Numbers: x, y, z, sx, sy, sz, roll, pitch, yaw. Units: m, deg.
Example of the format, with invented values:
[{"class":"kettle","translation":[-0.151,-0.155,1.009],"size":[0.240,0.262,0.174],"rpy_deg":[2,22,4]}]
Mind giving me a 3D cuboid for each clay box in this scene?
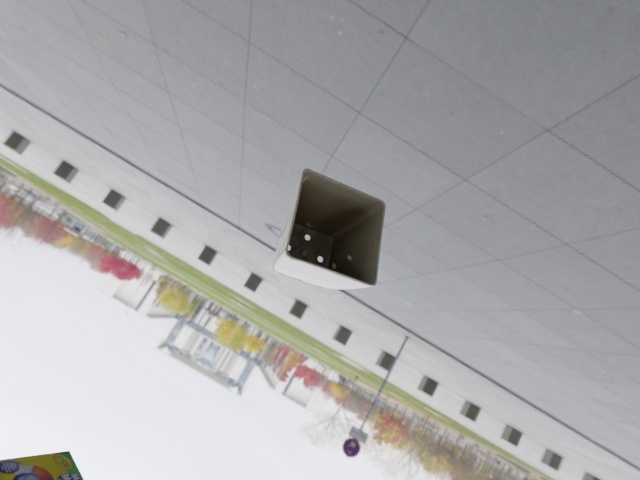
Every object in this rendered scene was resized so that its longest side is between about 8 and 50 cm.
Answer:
[{"class":"clay box","translation":[-0.484,0.418,0.774],"size":[0.127,0.053,0.222],"rpy_deg":[30,-173,38]}]

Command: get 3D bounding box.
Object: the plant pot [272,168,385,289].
[{"class":"plant pot","translation":[0.000,0.000,0.547],"size":[0.109,0.109,0.096],"rpy_deg":[20,153,-20]}]
